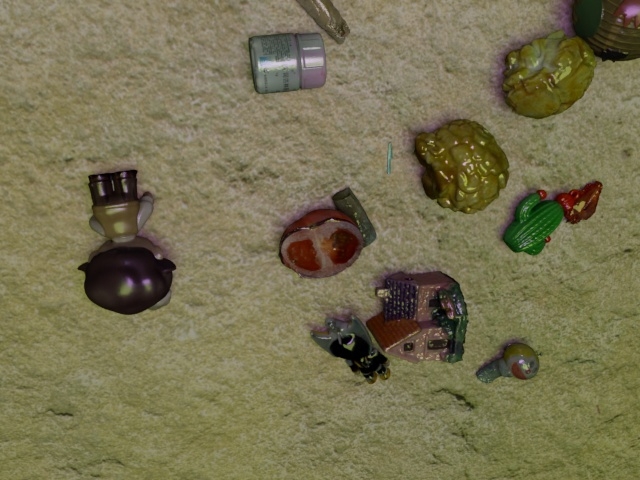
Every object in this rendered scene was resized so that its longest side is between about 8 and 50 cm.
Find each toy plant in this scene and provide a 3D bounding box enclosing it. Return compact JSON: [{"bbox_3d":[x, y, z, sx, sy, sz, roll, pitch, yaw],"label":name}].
[{"bbox_3d":[0.634,-0.066,1.477,0.155,0.088,0.240,23,105,-16],"label":"toy plant"}]

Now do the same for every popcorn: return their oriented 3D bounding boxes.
[{"bbox_3d":[0.355,-0.197,1.325,0.252,0.205,0.236,15,123,-3],"label":"popcorn"},{"bbox_3d":[0.574,-0.409,1.281,0.221,0.183,0.204,-31,151,9],"label":"popcorn"}]

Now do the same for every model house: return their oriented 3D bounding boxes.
[{"bbox_3d":[0.271,0.226,1.467,0.238,0.202,0.236,-3,111,-9],"label":"model house"}]

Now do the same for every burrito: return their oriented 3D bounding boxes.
[{"bbox_3d":[0.000,-0.551,1.202,0.188,0.045,0.058,43,92,-20],"label":"burrito"}]

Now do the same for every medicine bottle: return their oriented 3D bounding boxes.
[{"bbox_3d":[-0.078,-0.419,1.194,0.169,0.135,0.135,-9,112,-7],"label":"medicine bottle"}]

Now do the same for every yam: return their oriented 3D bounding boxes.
[{"bbox_3d":[0.097,-0.062,1.401,0.068,0.068,0.169,-28,113,2],"label":"yam"}]

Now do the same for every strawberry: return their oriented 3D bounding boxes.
[{"bbox_3d":[0.787,-0.108,1.510,0.104,0.048,0.152,26,108,-22],"label":"strawberry"}]

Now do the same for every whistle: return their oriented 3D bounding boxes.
[{"bbox_3d":[0.619,0.414,1.656,0.223,0.122,0.122,-30,114,19],"label":"whistle"}]

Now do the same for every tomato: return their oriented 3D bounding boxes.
[{"bbox_3d":[0.000,0.000,1.382,0.228,0.112,0.199,-13,128,4],"label":"tomato"}]

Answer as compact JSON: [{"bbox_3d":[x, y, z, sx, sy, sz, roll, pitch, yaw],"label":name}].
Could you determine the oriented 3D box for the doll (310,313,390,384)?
[{"bbox_3d":[0.109,0.327,1.532,0.146,0.103,0.316,-8,131,42],"label":"doll"}]

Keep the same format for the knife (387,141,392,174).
[{"bbox_3d":[0.190,-0.225,1.384,0.014,0.005,0.090,-4,111,-7],"label":"knife"}]

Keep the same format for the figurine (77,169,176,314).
[{"bbox_3d":[-0.505,0.013,1.294,0.218,0.206,0.364,-10,88,-29],"label":"figurine"}]

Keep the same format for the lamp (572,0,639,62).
[{"bbox_3d":[0.739,-0.545,1.241,0.251,0.250,0.284,-15,151,-4],"label":"lamp"}]
